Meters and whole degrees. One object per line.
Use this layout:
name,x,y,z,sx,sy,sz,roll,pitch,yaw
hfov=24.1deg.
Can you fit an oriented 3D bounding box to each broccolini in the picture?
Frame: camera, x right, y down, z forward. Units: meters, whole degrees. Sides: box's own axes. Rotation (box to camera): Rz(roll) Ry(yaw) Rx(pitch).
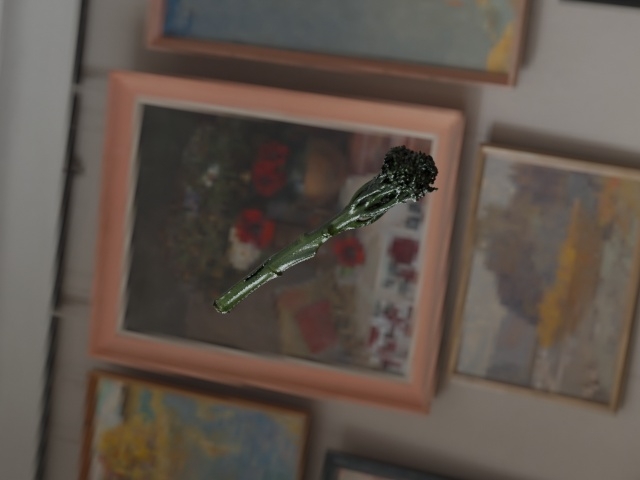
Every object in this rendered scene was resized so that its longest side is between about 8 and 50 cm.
broccolini,0.001,0.001,1.080,0.042,0.218,0.044,50,-151,-3
